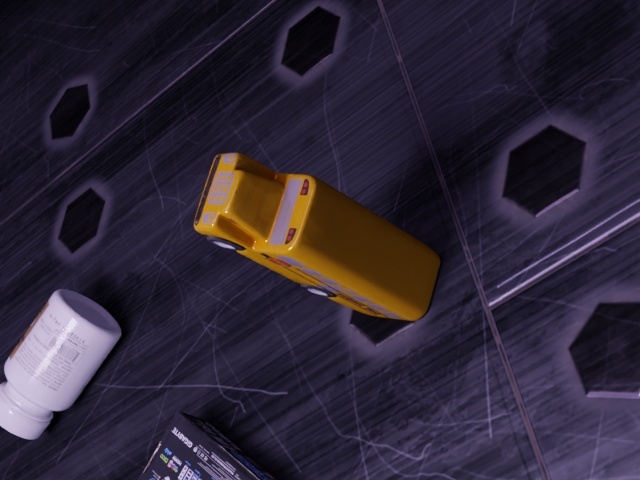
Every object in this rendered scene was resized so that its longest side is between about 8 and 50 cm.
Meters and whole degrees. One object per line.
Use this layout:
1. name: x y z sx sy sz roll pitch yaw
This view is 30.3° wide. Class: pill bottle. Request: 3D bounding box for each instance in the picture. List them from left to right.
1. pill bottle: -0.441 0.205 1.941 0.229 0.131 0.131 -54 44 7

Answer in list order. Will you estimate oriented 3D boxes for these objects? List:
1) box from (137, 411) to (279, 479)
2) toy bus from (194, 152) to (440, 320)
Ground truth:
1. box: -0.171 0.429 1.621 0.295 0.073 0.293 28 90 46
2. toy bus: 0.000 0.000 1.497 0.130 0.332 0.108 6 73 45
